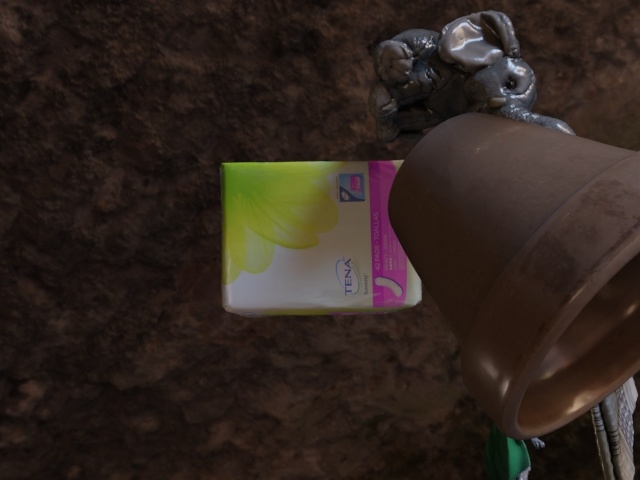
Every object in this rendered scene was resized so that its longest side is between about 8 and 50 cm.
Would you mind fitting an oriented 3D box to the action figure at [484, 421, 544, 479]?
[{"bbox_3d":[0.276,0.311,0.801,0.232,0.064,0.137,-55,-19,-69],"label":"action figure"}]

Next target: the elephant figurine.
[{"bbox_3d":[0.194,-0.193,0.698,0.240,0.185,0.169,3,6,22],"label":"elephant figurine"}]

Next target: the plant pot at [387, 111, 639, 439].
[{"bbox_3d":[0.181,0.001,0.490,0.263,0.229,0.263,-23,-43,-23],"label":"plant pot"}]

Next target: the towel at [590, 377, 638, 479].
[{"bbox_3d":[0.493,0.236,0.934,0.056,0.324,0.312,-8,10,30],"label":"towel"}]

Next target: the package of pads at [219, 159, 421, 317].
[{"bbox_3d":[0.000,0.000,0.835,0.297,0.229,0.101,-1,-5,1],"label":"package of pads"}]
